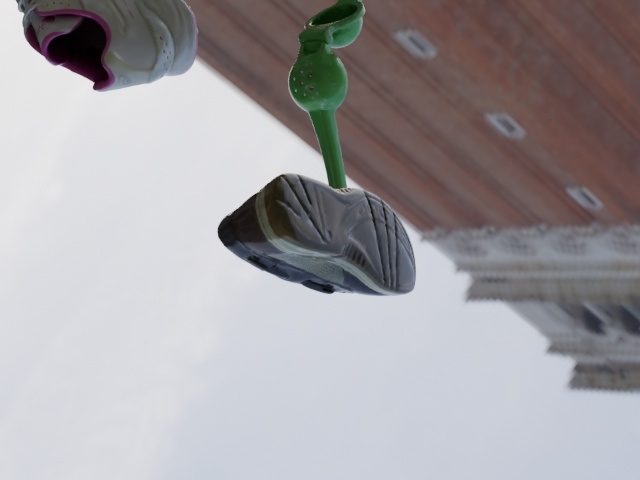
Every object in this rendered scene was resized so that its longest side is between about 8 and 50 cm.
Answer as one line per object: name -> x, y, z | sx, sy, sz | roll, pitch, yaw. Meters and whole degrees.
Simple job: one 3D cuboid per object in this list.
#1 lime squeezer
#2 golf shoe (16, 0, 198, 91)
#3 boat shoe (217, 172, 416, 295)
lime squeezer -> 0.026, -0.164, 1.522 | 0.059, 0.110, 0.310 | -18, -125, 50
golf shoe -> -0.274, -0.260, 1.771 | 0.306, 0.115, 0.140 | 34, -135, 21
boat shoe -> 0.000, 0.001, 1.324 | 0.073, 0.223, 0.080 | -16, -109, 27
